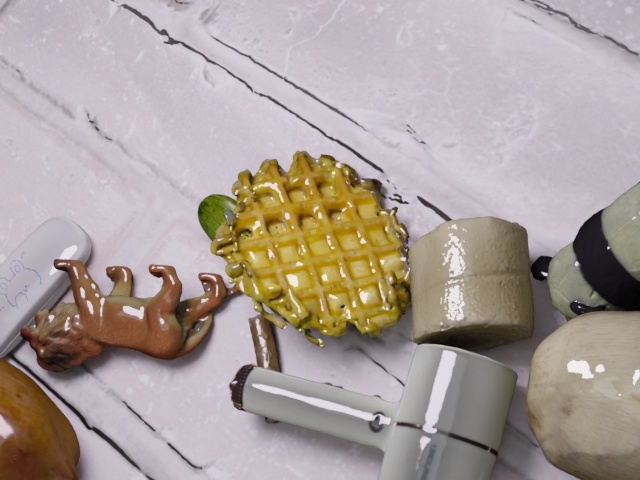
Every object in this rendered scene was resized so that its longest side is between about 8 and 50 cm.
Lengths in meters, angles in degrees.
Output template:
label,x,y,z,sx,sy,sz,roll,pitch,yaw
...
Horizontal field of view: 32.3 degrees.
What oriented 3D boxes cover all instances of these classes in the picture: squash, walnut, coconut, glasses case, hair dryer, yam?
label,x,y,z,sx,sy,sz,roll,pitch,yaw
squash,-0.083,0.022,1.467,0.069,0.069,0.239,-43,64,-1
walnut,-0.433,0.254,1.424,0.298,0.203,0.203,16,77,28
coconut,0.341,0.180,1.209,0.224,0.224,0.224,-6,70,15
glasses case,-0.418,0.067,1.559,0.092,0.059,0.233,40,85,27
hair dryer,0.038,0.209,1.330,0.362,0.128,0.203,12,76,22
yam,-0.068,0.164,1.433,0.032,0.032,0.145,-15,69,12

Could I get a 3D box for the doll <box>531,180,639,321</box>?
label,x,y,z,sx,sy,sz,roll,pitch,yaw
doll,0.361,0.012,1.283,0.234,0.135,0.143,-43,53,39

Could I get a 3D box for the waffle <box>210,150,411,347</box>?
label,x,y,z,sx,sy,sz,roll,pitch,yaw
waffle,0.000,-0.002,1.415,0.281,0.060,0.262,25,58,8

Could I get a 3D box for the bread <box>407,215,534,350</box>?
label,x,y,z,sx,sy,sz,roll,pitch,yaw
bread,0.178,0.054,1.331,0.148,0.134,0.141,-22,60,45

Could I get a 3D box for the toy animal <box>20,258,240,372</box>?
label,x,y,z,sx,sy,sz,roll,pitch,yaw
toy animal,-0.263,0.108,1.490,0.312,0.097,0.157,3,83,17
